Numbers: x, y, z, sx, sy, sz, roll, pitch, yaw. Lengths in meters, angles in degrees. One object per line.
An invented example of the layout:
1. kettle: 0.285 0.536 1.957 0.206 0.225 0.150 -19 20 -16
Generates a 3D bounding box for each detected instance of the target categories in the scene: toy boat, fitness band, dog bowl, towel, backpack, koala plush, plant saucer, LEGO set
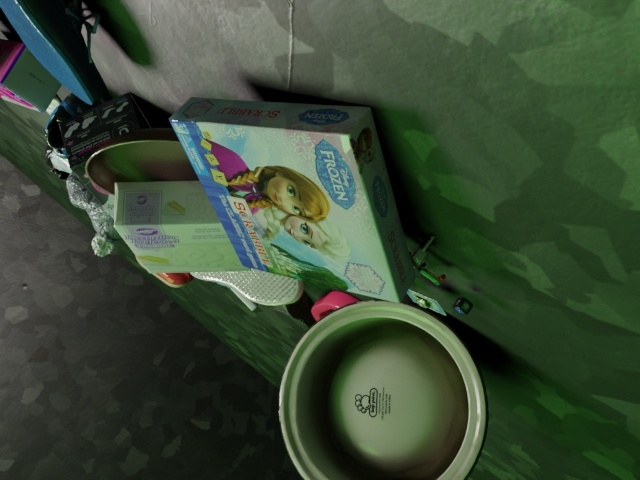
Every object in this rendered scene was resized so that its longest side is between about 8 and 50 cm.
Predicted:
1. toy boat: -0.496 0.035 2.136 0.231 0.151 0.151 33 130 11
2. fitness band: 0.081 0.208 1.604 0.209 0.054 0.291 41 160 -3
3. dog bowl: 0.132 0.325 1.293 0.408 0.408 0.150 29 180 24
4. towel: -0.715 -0.357 1.742 0.113 0.023 0.152 30 160 22
5. backpack: -0.609 -0.220 1.701 0.182 0.152 0.115 26 156 14
6. koala plush: -0.525 -0.081 1.644 0.203 0.196 0.221 12 143 -6
7. plant saucer: -0.279 -0.137 1.234 0.311 0.050 0.310 -2 162 -1
8. LEGO set: 0.147 0.046 1.112 0.244 0.060 0.182 22 159 46

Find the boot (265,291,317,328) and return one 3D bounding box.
1. boot: -0.110 0.160 1.816 0.208 0.076 0.189 29 158 43

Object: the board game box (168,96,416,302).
1. board game box: -0.037 -0.061 0.991 0.318 0.066 0.318 10 139 33

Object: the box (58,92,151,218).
1. box: -0.412 -0.156 1.384 0.247 0.163 0.142 70 174 -57

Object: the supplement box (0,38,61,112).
1. supplement box: -0.691 -0.379 1.484 0.220 0.114 0.111 22 170 42

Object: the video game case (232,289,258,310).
1. video game case: -0.255 0.116 1.905 0.201 0.023 0.183 47 179 -3

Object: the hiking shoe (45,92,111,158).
1. hiking shoe: -0.586 -0.256 1.494 0.113 0.132 0.304 44 145 -11

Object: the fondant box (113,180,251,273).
1. fondant box: -0.272 -0.020 1.362 0.238 0.096 0.330 -1 161 -3

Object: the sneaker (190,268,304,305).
1. sneaker: -0.167 0.079 1.679 0.366 0.135 0.150 18 -177 35

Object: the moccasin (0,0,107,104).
1. moccasin: -0.431 -0.374 1.061 0.138 0.117 0.342 26 155 29
